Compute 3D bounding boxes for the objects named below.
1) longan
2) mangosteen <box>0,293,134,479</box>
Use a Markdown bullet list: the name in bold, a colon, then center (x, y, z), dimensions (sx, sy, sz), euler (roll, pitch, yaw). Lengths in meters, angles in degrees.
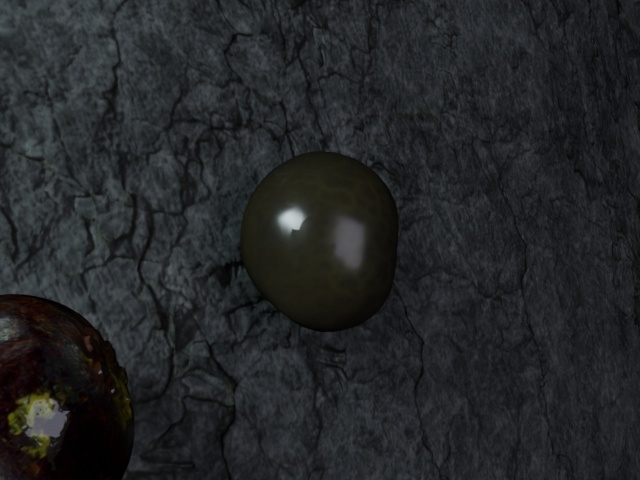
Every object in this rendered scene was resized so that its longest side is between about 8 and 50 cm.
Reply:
- **longan**: center (0.000, 0.000, 0.876), dimensions (0.198, 0.198, 0.212), euler (13, 77, -47)
- **mangosteen**: center (-0.256, 0.146, 0.578), dimensions (0.217, 0.192, 0.192), euler (-26, 107, -8)
